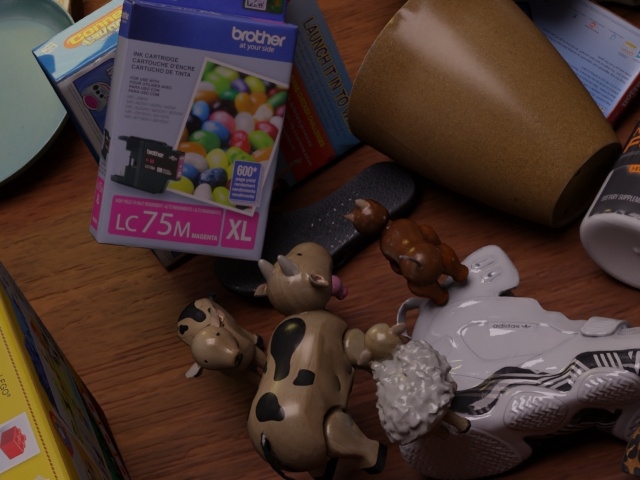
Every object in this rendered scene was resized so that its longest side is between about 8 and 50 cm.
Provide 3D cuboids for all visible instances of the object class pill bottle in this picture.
[{"bbox_3d":[0.383,-0.075,1.776,0.130,0.130,0.246,16,59,30],"label":"pill bottle"}]

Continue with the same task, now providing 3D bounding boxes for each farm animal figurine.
[{"bbox_3d":[-0.023,0.101,1.673,0.330,0.172,0.327,-31,42,29],"label":"farm animal figurine"}]

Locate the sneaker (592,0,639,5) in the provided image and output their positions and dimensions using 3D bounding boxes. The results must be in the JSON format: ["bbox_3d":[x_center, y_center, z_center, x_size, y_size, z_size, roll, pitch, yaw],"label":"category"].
[{"bbox_3d":[0.401,-0.340,2.012,0.252,0.103,0.111,-16,50,18],"label":"sneaker"}]

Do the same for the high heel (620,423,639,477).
[{"bbox_3d":[0.404,0.257,1.542,0.186,0.093,0.261,-33,70,22],"label":"high heel"}]

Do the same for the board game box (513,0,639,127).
[{"bbox_3d":[0.266,-0.233,1.980,0.281,0.027,0.145,39,95,38],"label":"board game box"}]

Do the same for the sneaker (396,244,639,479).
[{"bbox_3d":[0.245,0.100,1.677,0.365,0.137,0.210,-16,52,11],"label":"sneaker"}]

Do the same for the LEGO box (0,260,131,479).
[{"bbox_3d":[-0.278,0.285,1.563,0.193,0.372,0.500,-28,49,-4],"label":"LEGO box"}]

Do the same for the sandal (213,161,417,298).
[{"bbox_3d":[0.001,0.000,1.912,0.254,0.054,0.097,-27,56,-11],"label":"sandal"}]

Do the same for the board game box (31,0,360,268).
[{"bbox_3d":[-0.127,-0.168,1.916,0.302,0.308,0.086,-33,43,-9],"label":"board game box"}]

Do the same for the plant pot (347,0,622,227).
[{"bbox_3d":[0.202,-0.135,1.851,0.237,0.237,0.254,-43,66,-16],"label":"plant pot"}]

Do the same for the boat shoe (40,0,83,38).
[{"bbox_3d":[-0.361,-0.296,2.267,0.059,0.063,0.170,-5,52,9],"label":"boat shoe"}]

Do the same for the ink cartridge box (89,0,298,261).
[{"bbox_3d":[-0.132,-0.141,1.783,0.185,0.311,0.065,7,8,-18],"label":"ink cartridge box"}]

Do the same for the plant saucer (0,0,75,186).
[{"bbox_3d":[-0.442,-0.186,2.187,0.317,0.044,0.318,-11,61,20],"label":"plant saucer"}]
